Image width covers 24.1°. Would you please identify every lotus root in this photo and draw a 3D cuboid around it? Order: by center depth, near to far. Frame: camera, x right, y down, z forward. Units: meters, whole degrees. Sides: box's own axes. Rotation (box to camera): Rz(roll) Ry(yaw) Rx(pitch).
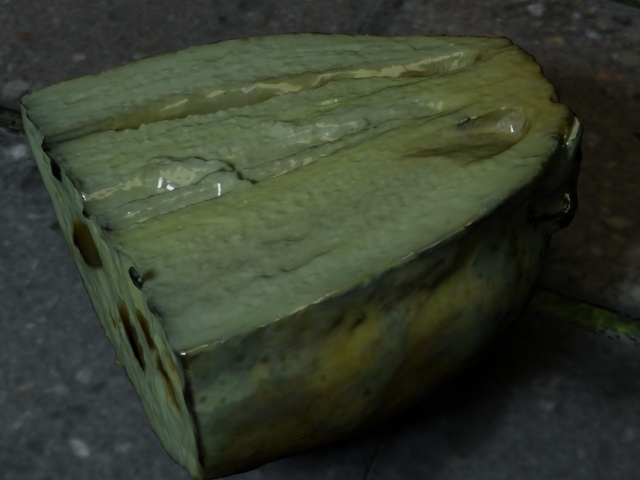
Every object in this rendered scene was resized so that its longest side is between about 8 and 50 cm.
[{"bbox_3d":[0.006,-0.010,0.806,0.260,0.149,0.267,-20,38,-17],"label":"lotus root"}]
